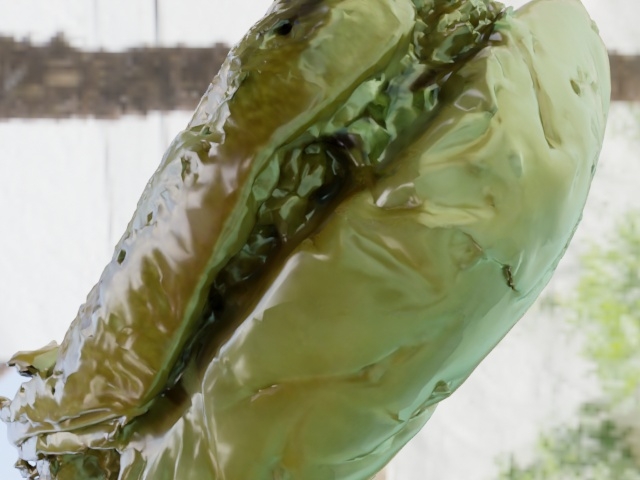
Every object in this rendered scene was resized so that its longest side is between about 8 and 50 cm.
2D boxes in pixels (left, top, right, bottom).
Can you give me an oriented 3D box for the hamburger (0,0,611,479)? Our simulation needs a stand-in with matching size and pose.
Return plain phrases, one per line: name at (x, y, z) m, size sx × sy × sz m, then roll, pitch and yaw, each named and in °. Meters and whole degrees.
hamburger at (0.000, 0.000, 0.765) m, size 0.319 × 0.158 × 0.318 m, roll -50°, pitch 1°, yaw 1°
